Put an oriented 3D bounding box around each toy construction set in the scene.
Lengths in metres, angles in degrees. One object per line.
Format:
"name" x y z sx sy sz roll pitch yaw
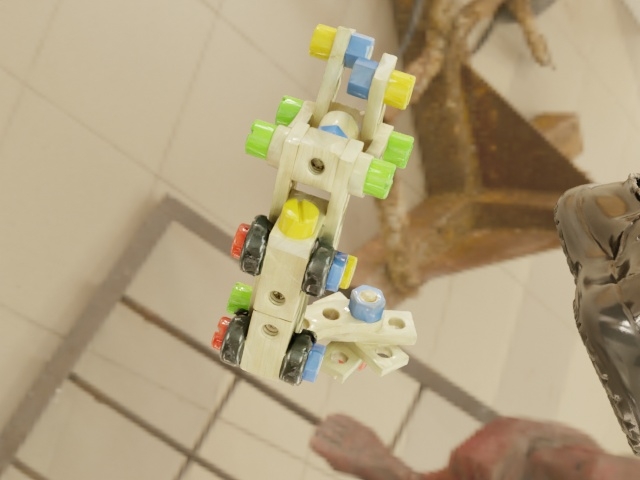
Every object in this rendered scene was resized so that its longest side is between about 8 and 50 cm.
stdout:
"toy construction set" 0.000 0.000 1.134 0.215 0.151 0.328 -66 157 -52

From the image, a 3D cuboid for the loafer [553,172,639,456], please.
"loafer" 0.147 0.021 0.536 0.220 0.078 0.080 -70 136 -71
